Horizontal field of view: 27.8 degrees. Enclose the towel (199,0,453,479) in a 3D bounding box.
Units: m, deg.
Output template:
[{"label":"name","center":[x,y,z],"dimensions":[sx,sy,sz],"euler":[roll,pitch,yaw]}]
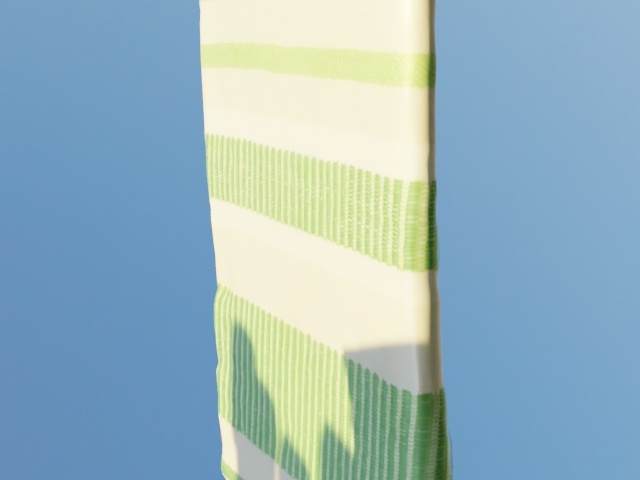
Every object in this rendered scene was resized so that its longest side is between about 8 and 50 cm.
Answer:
[{"label":"towel","center":[0.000,0.000,0.600],"dimensions":[0.038,0.325,0.248],"euler":[-7,-168,-22]}]
